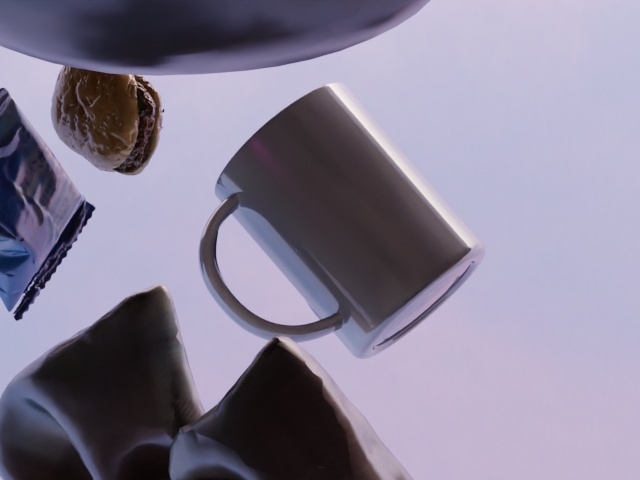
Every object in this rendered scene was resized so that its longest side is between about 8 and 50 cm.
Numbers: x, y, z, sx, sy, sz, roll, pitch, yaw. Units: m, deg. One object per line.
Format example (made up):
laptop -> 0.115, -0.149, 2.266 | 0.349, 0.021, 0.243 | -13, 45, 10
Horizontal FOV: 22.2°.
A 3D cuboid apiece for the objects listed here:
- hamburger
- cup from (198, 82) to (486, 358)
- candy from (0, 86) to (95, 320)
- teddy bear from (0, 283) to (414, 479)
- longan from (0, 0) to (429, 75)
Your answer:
hamburger -> -0.141, -0.084, 1.067 | 0.083, 0.044, 0.076 | 33, -68, 38
cup -> 0.003, 0.000, 0.925 | 0.136, 0.099, 0.133 | -41, -101, -1
candy -> -0.179, -0.018, 0.944 | 0.038, 0.136, 0.088 | 25, -109, 28
teddy bear -> -0.056, 0.270, 0.537 | 0.327, 0.362, 0.375 | 16, -118, 44
longan -> -0.042, -0.120, 0.378 | 0.187, 0.167, 0.167 | 18, -115, -17
